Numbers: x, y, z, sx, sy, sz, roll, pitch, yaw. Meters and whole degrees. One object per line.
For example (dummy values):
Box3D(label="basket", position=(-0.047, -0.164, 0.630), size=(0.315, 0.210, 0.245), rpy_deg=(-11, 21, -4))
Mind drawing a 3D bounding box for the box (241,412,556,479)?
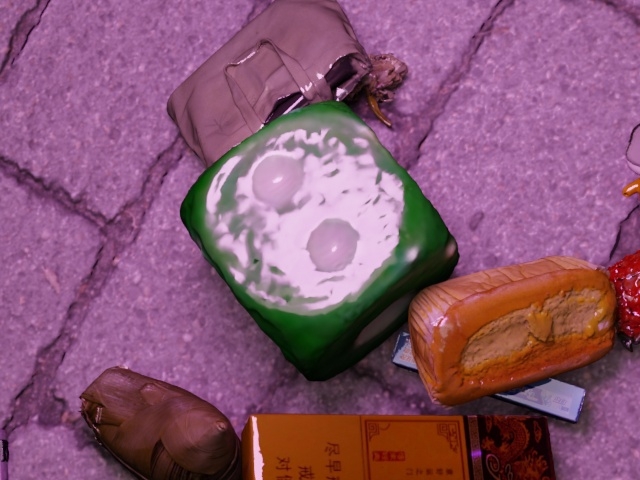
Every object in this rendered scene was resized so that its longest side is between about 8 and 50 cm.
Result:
Box3D(label="box", position=(0.109, 0.365, 1.537), size=(0.416, 0.116, 0.264), rpy_deg=(1, 65, -11))

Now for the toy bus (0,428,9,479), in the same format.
Box3D(label="toy bus", position=(-0.503, 0.351, 1.790), size=(0.052, 0.037, 0.130), rpy_deg=(-8, 79, 7))

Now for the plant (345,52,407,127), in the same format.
Box3D(label="plant", position=(0.077, -0.231, 1.782), size=(0.117, 0.104, 0.121), rpy_deg=(2, 111, 45))

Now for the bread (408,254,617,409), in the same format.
Box3D(label="bread", position=(0.260, 0.117, 1.582), size=(0.288, 0.119, 0.152), rpy_deg=(-14, 113, -16))

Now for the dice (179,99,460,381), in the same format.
Box3D(label="dice", position=(0.000, 0.000, 1.628), size=(0.287, 0.297, 0.300), rpy_deg=(-39, 74, 0))

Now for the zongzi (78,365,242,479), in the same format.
Box3D(label="zongzi", position=(-0.225, 0.240, 1.623), size=(0.274, 0.300, 0.145), rpy_deg=(33, 63, 17))

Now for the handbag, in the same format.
Box3D(label="handbag", position=(-0.077, -0.236, 1.746), size=(0.316, 0.109, 0.253), rpy_deg=(-39, 41, 4))

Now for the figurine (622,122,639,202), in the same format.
Box3D(label="figurine", position=(0.534, -0.094, 1.644), size=(0.250, 0.166, 0.141), rpy_deg=(-23, 118, -21))

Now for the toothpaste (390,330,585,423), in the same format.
Box3D(label="toothpaste", position=(0.237, 0.195, 1.660), size=(0.272, 0.066, 0.053), rpy_deg=(17, 84, 14))

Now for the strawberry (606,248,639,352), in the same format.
Box3D(label="strawberry", position=(0.470, 0.069, 1.632), size=(0.192, 0.085, 0.140), rpy_deg=(-19, 74, 5))
